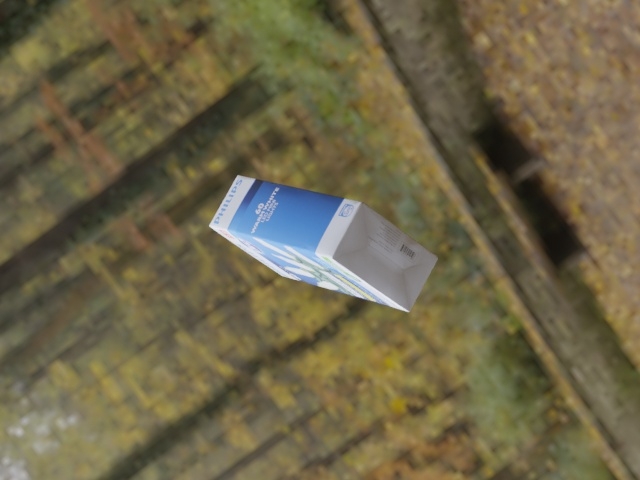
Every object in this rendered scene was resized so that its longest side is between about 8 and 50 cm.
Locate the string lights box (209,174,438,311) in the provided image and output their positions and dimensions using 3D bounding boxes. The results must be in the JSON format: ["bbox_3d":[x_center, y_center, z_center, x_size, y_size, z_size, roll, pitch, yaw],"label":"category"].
[{"bbox_3d":[0.000,0.000,2.008,0.133,0.076,0.260,35,168,-34],"label":"string lights box"}]
